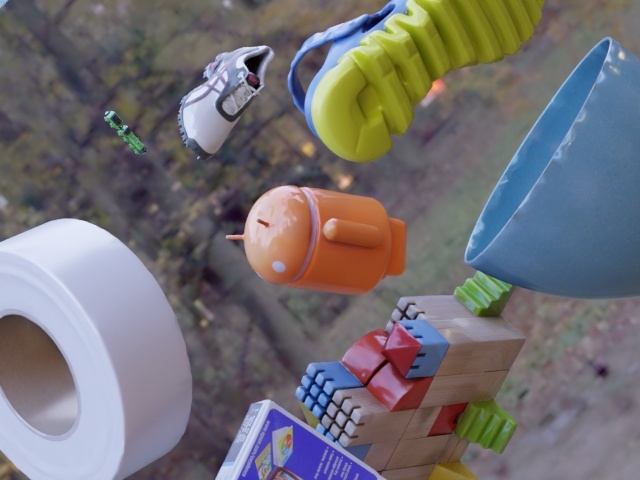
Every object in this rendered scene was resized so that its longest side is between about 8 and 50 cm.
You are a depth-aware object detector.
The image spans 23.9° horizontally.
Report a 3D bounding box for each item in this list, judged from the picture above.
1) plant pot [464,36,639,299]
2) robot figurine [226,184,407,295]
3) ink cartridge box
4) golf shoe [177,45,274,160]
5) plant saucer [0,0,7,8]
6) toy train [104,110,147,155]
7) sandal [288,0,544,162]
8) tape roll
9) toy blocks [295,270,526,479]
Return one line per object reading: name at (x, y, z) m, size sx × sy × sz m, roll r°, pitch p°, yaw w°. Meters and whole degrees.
plant pot at (0.316, -0.048, 1.650) m, size 0.290 × 0.195 × 0.290 m, roll -58°, pitch 2°, yaw 3°
robot figurine at (-0.001, 0.001, 1.864) m, size 0.158 × 0.219 × 0.128 m, roll 55°, pitch 129°, yaw 52°
ink cartridge box at (-0.028, 0.307, 1.583) m, size 0.045 × 0.208 × 0.206 m, roll -15°, pitch 44°, yaw 57°
golf shoe at (-0.174, -0.264, 2.771) m, size 0.120 × 0.105 × 0.273 m, roll -21°, pitch 36°, yaw 39°
plant saucer at (-0.443, -0.335, 1.744) m, size 0.195 × 0.195 × 0.037 m, roll -46°, pitch 13°, yaw -34°
toy train at (-0.271, -0.150, 2.116) m, size 0.017 × 0.083 × 0.023 m, roll -50°, pitch 31°, yaw -15°
sandal at (0.085, -0.199, 1.456) m, size 0.317 × 0.126 × 0.138 m, roll -35°, pitch 28°, yaw -24°
tape roll at (-0.269, 0.124, 1.599) m, size 0.100 × 0.286 × 0.286 m, roll -28°, pitch -11°, yaw -43°
toy blocks at (0.077, 0.211, 1.831) m, size 0.260 × 0.191 × 0.381 m, roll 1°, pitch -57°, yaw -45°
